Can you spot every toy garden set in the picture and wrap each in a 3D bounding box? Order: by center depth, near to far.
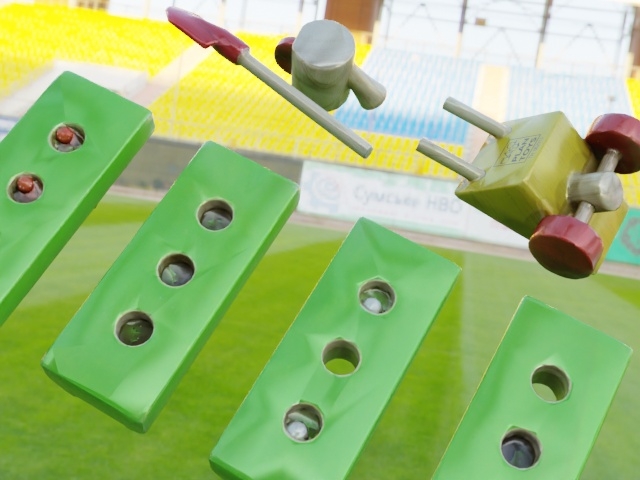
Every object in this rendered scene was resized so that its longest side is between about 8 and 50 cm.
[{"bbox_3d":[0.000,0.000,0.373,0.244,0.204,0.049,27,-26,11],"label":"toy garden set"}]
